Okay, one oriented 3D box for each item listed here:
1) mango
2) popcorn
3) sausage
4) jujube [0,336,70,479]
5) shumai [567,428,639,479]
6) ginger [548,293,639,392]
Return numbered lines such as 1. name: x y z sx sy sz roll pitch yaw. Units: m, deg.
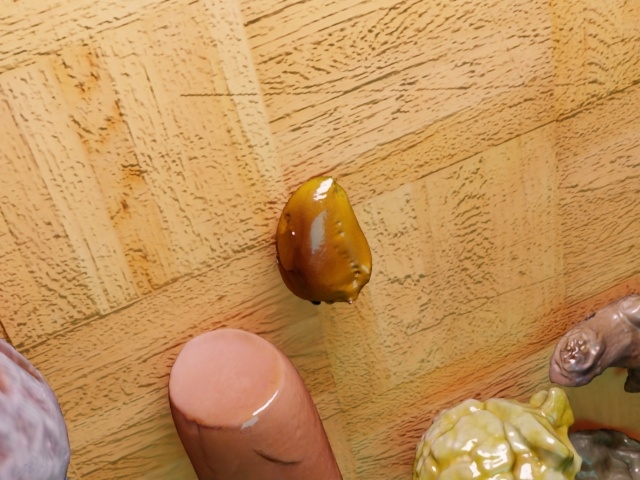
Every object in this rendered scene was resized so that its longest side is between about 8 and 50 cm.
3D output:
1. mango: 0.000 0.000 1.114 0.077 0.063 0.127 -17 129 -9
2. popcorn: 0.184 0.239 1.347 0.187 0.167 0.185 -12 105 -21
3. sausage: -0.045 0.209 1.230 0.121 0.121 0.304 -27 135 -7
4. jujube: -0.342 0.141 0.933 0.308 0.215 0.246 33 97 -39
5. shumai: 0.314 0.349 1.503 0.222 0.203 0.272 -47 138 16
6. ginger: 0.343 0.113 1.410 0.290 0.084 0.122 9 145 -39
